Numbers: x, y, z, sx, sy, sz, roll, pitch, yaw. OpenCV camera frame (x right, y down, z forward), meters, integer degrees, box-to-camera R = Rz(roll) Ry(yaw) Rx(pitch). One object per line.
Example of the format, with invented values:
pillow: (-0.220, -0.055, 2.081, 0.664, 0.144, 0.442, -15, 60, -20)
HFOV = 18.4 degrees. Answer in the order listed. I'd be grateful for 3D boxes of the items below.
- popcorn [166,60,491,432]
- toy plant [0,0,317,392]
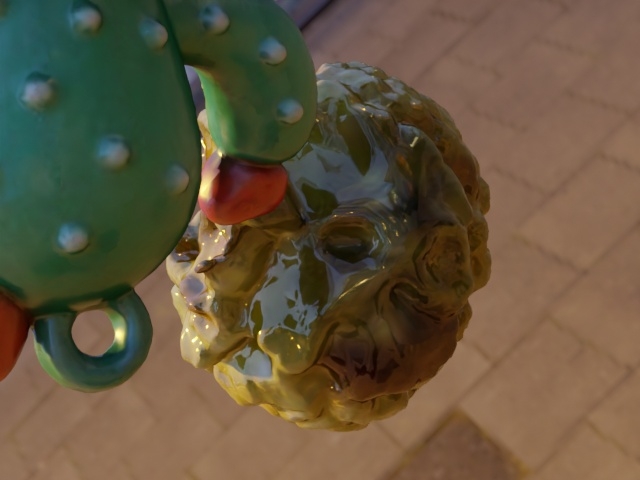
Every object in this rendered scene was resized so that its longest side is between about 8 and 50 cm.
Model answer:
popcorn: (0.000, 0.003, 1.156, 0.169, 0.189, 0.218, -176, 88, -68)
toy plant: (-0.118, -0.134, 0.845, 0.185, 0.400, 0.279, -9, -4, 33)
